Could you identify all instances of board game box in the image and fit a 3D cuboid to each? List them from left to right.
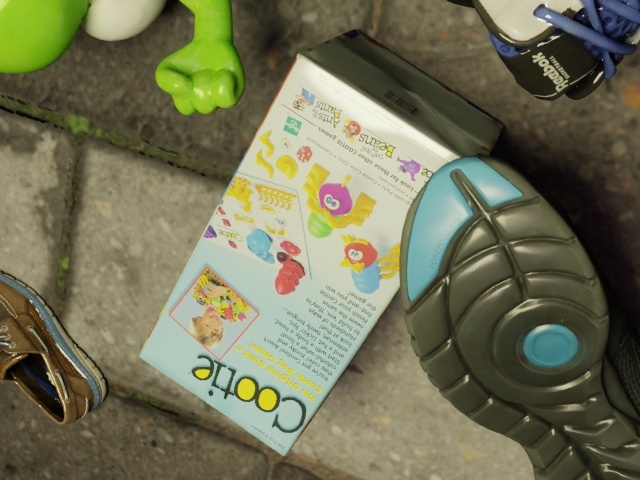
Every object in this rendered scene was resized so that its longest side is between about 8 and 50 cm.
[{"bbox_3d":[0.000,0.000,0.705,0.144,0.142,0.275,34,116,4],"label":"board game box"}]

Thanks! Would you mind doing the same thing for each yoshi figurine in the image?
[{"bbox_3d":[-0.131,-0.192,0.604,0.362,0.203,0.204,-9,76,39],"label":"yoshi figurine"}]

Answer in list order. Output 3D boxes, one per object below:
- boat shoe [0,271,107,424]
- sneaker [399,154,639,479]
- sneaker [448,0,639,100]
[{"bbox_3d":[-0.289,0.102,0.886,0.183,0.066,0.066,42,116,1],"label":"boat shoe"},{"bbox_3d":[0.155,0.073,0.636,0.125,0.140,0.341,-19,120,23],"label":"sneaker"},{"bbox_3d":[0.190,-0.167,0.522,0.315,0.127,0.182,13,84,42],"label":"sneaker"}]
